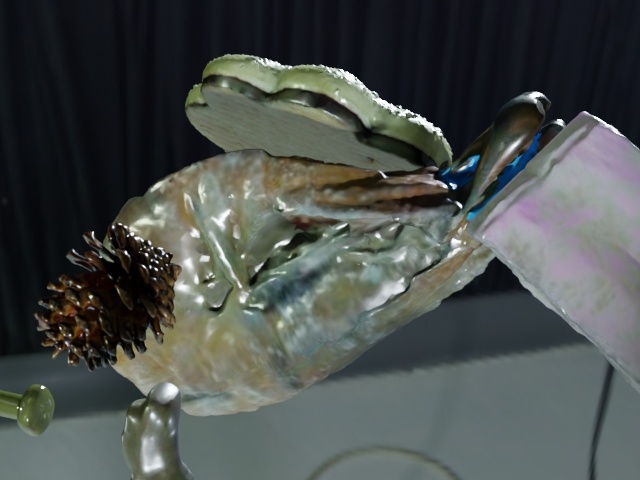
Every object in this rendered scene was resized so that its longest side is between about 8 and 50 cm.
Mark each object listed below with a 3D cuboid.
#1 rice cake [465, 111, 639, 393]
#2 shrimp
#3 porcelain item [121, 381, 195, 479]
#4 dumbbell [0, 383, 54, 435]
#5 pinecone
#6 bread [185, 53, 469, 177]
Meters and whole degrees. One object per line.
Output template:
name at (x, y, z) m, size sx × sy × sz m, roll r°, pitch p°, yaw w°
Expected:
rice cake at (0.219, 0.059, 0.846) m, size 0.106 × 0.050 × 0.298 m, roll -44°, pitch 71°, yaw 2°
shrimp at (0.000, 0.000, 1.249) m, size 0.445 × 0.221 × 0.110 m, roll -28°, pitch 16°, yaw 20°
porcelain item at (-0.103, 0.182, 0.864) m, size 0.069 × 0.216 × 0.081 m, roll 16°, pitch 24°, yaw 20°
dumbbell at (-0.316, 0.155, 1.470) m, size 0.118 × 0.052 × 0.046 m, roll 9°, pitch 60°, yaw 18°
pinecone at (-0.151, 0.045, 1.103) m, size 0.102 × 0.102 × 0.109 m, roll 25°, pitch 60°, yaw 23°
bread at (0.011, -0.094, 1.340) m, size 0.286 × 0.207 × 0.056 m, roll 22°, pitch 72°, yaw 6°
